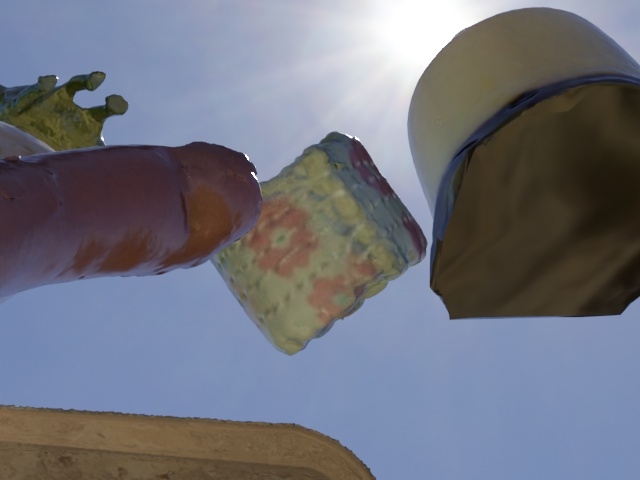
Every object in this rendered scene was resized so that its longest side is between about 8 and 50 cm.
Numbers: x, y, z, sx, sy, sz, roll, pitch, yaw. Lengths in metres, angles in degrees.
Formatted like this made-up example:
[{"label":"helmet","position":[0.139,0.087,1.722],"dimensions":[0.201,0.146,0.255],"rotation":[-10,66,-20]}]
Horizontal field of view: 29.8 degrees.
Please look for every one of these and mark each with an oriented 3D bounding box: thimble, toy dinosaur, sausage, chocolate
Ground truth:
[{"label":"thimble","position":[0.000,0.000,1.125],"dimensions":[0.149,0.185,0.211],"rotation":[54,-21,5]},{"label":"toy dinosaur","position":[-0.361,-0.128,1.472],"dimensions":[0.301,0.087,0.447],"rotation":[-13,-52,40]},{"label":"sausage","position":[-0.130,-0.003,0.522],"dimensions":[0.078,0.304,0.078],"rotation":[7,-77,29]},{"label":"chocolate","position":[0.255,-0.106,1.436],"dimensions":[0.314,0.297,0.326],"rotation":[-1,-59,-16]}]

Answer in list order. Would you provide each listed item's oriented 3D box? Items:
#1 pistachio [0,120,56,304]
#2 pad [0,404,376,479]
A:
[{"label":"pistachio","position":[-0.335,-0.021,1.055],"dimensions":[0.226,0.332,0.208],"rotation":[7,-82,34]},{"label":"pad","position":[-0.095,0.135,0.440],"dimensions":[0.266,0.002,0.176],"rotation":[0,-66,21]}]
